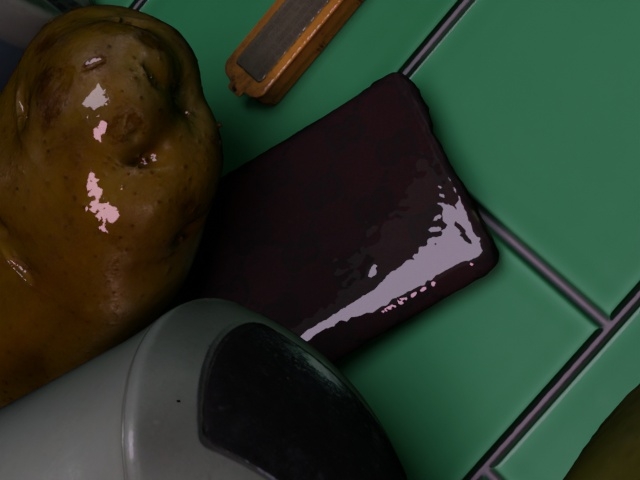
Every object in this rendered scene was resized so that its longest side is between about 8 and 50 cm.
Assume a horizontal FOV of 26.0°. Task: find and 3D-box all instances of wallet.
[{"bbox_3d":[0.000,0.000,0.995,0.229,0.049,0.182,-31,61,14],"label":"wallet"}]

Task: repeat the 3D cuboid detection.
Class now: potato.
[{"bbox_3d":[-0.186,-0.003,1.004,0.195,0.176,0.369,37,121,5],"label":"potato"}]

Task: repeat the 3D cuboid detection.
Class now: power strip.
[{"bbox_3d":[-0.005,-0.178,1.064,0.178,0.028,0.049,-50,58,6],"label":"power strip"}]

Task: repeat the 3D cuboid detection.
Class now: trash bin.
[{"bbox_3d":[-0.145,0.222,0.873,0.432,0.280,0.280,-25,64,23],"label":"trash bin"}]

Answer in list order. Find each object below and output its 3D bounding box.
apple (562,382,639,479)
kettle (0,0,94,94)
[{"bbox_3d":[0.266,0.184,0.626,0.357,0.357,0.357,-9,70,26],"label":"apple"},{"bbox_3d":[-0.355,-0.103,1.129,0.319,0.247,0.342,41,104,6],"label":"kettle"}]
